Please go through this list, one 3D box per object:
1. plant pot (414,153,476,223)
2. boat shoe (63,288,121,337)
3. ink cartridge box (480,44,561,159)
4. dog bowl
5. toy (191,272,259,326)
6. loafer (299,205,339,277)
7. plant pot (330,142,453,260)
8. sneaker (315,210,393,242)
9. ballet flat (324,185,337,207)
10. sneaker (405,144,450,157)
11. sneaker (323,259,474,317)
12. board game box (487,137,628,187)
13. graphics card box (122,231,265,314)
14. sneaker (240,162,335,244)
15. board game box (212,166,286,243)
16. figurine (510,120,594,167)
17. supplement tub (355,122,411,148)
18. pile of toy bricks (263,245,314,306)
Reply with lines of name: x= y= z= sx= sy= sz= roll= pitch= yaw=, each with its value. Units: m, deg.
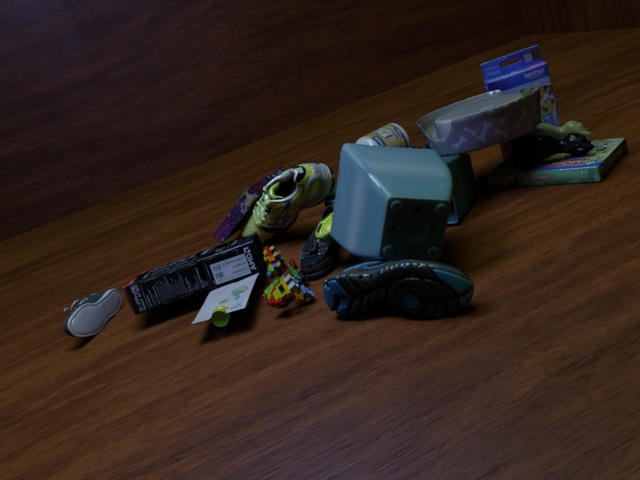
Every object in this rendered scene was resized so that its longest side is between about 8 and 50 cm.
plant pot: x=0.334 y=-0.153 z=1.906 sx=0.166 sy=0.165 sz=0.234 roll=-5 pitch=16 yaw=36
boat shoe: x=-0.655 y=0.205 z=1.947 sx=0.079 sy=0.095 sz=0.254 roll=-12 pitch=19 yaw=16
ink cartridge box: x=0.615 y=-0.413 z=2.097 sx=0.186 sy=0.311 sz=0.065 roll=-17 pitch=17 yaw=7
dog bowl: x=0.450 y=-0.335 z=1.926 sx=0.349 sy=0.102 sz=0.349 roll=-18 pitch=15 yaw=5
toy: x=-0.225 y=0.159 z=1.720 sx=0.137 sy=0.056 sz=0.237 roll=-18 pitch=12 yaw=9
loafer: x=0.000 y=0.000 z=1.883 sx=0.109 sy=0.095 sz=0.302 roll=-12 pitch=21 yaw=20
plant pot: x=0.181 y=-0.070 z=1.599 sx=0.248 sy=0.247 sz=0.252 roll=2 pitch=21 yaw=-13
sneaker: x=0.112 y=-0.042 z=1.834 sx=0.296 sy=0.123 sz=0.109 roll=-22 pitch=8 yaw=-42
ballet flat: x=0.093 y=-0.134 z=2.143 sx=0.108 sy=0.106 sz=0.316 roll=-8 pitch=23 yaw=21
sneaker: x=0.328 y=-0.217 z=2.141 sx=0.116 sy=0.136 sz=0.314 roll=31 pitch=23 yaw=30
sneaker: x=0.171 y=0.082 z=1.464 sx=0.341 sy=0.125 sz=0.140 roll=-2 pitch=20 yaw=35
board game box: x=0.658 y=-0.215 z=1.925 sx=0.317 sy=0.046 sz=0.213 roll=0 pitch=26 yaw=43
graphics card box: x=-0.338 y=0.086 z=1.919 sx=0.371 sy=0.094 sz=0.233 roll=-21 pitch=7 yaw=-2
sneaker: x=-0.133 y=-0.120 z=2.068 sx=0.147 sy=0.145 sz=0.385 roll=10 pitch=-40 yaw=-44
board game box: x=-0.220 y=-0.123 z=2.275 sx=0.208 sy=0.056 sz=0.347 roll=-55 pitch=-2 yaw=22
figurine: x=0.649 y=-0.280 z=1.931 sx=0.210 sy=0.092 sz=0.215 roll=-3 pitch=23 yaw=20
supplement tub: x=0.212 y=-0.323 z=2.483 sx=0.200 sy=0.144 sz=0.144 roll=-31 pitch=22 yaw=-30
pile of toy bricks: x=-0.099 y=0.112 z=1.703 sx=0.105 sy=0.118 sz=0.212 roll=-46 pitch=35 yaw=8
